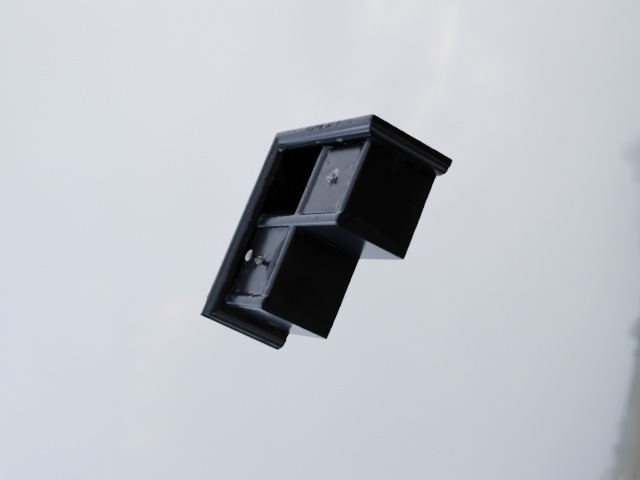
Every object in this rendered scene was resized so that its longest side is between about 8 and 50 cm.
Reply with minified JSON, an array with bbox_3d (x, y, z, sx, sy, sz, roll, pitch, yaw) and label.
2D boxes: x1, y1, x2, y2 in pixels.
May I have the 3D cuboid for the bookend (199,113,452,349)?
[{"bbox_3d":[0.000,0.000,0.879,0.156,0.072,0.157,1,67,63],"label":"bookend"}]
